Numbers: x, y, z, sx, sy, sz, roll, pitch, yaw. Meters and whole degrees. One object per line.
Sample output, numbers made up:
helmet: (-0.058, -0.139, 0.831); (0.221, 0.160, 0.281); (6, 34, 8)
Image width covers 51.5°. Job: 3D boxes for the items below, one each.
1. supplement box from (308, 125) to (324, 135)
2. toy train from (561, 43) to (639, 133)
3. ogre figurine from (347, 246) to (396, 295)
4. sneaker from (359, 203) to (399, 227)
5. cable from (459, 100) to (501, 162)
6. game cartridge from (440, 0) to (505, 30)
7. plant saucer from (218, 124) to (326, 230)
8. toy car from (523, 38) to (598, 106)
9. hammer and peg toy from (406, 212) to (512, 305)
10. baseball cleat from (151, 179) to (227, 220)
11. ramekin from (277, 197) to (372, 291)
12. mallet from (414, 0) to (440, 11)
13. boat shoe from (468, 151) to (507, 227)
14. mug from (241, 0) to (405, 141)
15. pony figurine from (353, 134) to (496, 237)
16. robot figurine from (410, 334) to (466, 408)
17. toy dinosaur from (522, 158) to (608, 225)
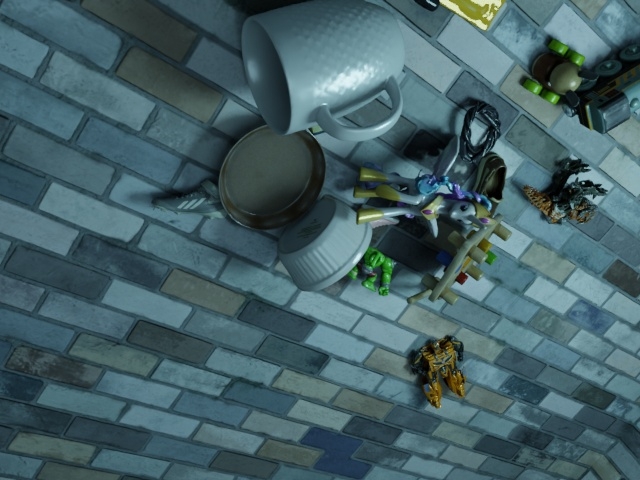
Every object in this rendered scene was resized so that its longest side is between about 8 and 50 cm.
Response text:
supplement box: (-0.011, -0.331, 1.725); (0.056, 0.083, 0.083); (-18, 125, -9)
toy train: (0.881, -0.443, 1.933); (0.334, 0.190, 0.142); (-30, 130, -1)
ogre figurine: (0.148, 0.079, 2.037); (0.197, 0.097, 0.118); (36, 101, 11)
sneaker: (0.167, -0.059, 1.991); (0.134, 0.051, 0.070); (15, 116, -25)
cable: (0.470, -0.320, 1.931); (0.151, 0.047, 0.184); (-24, 127, -20)
game cartridge: (0.398, -0.729, 1.651); (0.286, 0.052, 0.323); (18, 112, -30)
plant saucer: (-0.132, -0.174, 1.780); (0.311, 0.050, 0.310); (-15, 125, -23)
toy car: (0.695, -0.450, 1.859); (0.149, 0.188, 0.155); (17, 113, -29)
hammer and peg toy: (0.424, 0.094, 2.047); (0.266, 0.127, 0.361); (-31, 154, -47)
baseball cleat: (-0.340, -0.115, 1.756); (0.206, 0.072, 0.109); (8, 104, -31)
ramekin: (0.000, 0.000, 1.840); (0.273, 0.273, 0.127); (-39, 115, 6)
mallet: (0.289, -0.658, 1.612); (0.062, 0.039, 0.189); (9, 116, -29)
boat shoe: (0.519, -0.138, 2.048); (0.095, 0.095, 0.257); (-10, 124, -15)
mug: (0.040, -0.386, 1.541); (0.328, 0.374, 0.276); (-21, 156, -18)
pony figurine: (0.280, -0.126, 1.847); (0.364, 0.351, 0.302); (7, 115, -3)
robot figurine: (0.443, 0.475, 2.418); (0.211, 0.085, 0.290); (-23, 127, -7)
toy dinosaur: (0.790, -0.129, 2.137); (0.322, 0.164, 0.218); (-8, 143, -42)
